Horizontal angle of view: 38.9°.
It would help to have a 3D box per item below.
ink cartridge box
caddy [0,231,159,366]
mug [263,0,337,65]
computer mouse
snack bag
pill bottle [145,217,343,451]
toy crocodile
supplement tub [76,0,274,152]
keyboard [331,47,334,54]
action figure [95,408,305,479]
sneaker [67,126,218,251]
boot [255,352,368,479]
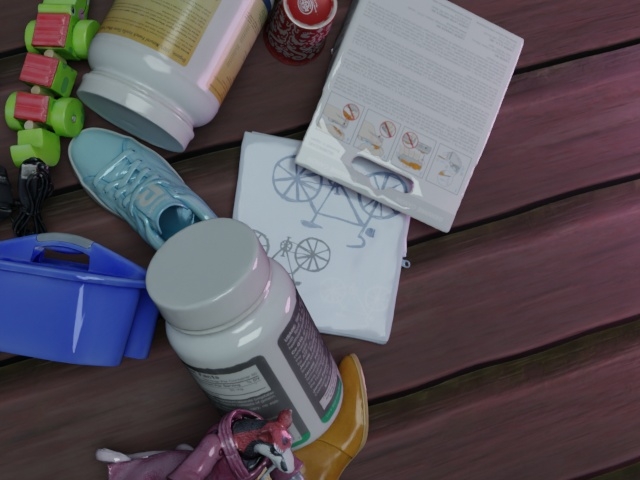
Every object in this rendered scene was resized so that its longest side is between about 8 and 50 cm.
[{"bbox_3d":[0.152,-0.245,1.605,0.308,0.091,0.385,24,83,-11],"label":"ink cartridge box"},{"bbox_3d":[-0.399,0.078,1.385,0.341,0.241,0.179,8,90,10],"label":"caddy"},{"bbox_3d":[-0.046,-0.388,1.544,0.150,0.169,0.113,41,80,-5],"label":"mug"},{"bbox_3d":[-0.563,-0.091,1.429,0.272,0.188,0.072,24,45,0],"label":"computer mouse"},{"bbox_3d":[0.000,0.000,1.584,0.323,0.037,0.343,9,86,-9],"label":"snack bag"},{"bbox_3d":[-0.109,0.149,1.374,0.204,0.204,0.361,-35,133,-12],"label":"pill bottle"},{"bbox_3d":[-0.441,-0.277,1.478,0.115,0.105,0.341,9,82,13],"label":"toy crocodile"},{"bbox_3d":[-0.235,-0.326,1.474,0.228,0.228,0.316,28,80,-7],"label":"supplement tub"},{"bbox_3d":[0.082,-0.229,1.632,0.072,0.014,0.256,-13,87,-11],"label":"keyboard"},{"bbox_3d":[-0.145,0.343,1.361,0.248,0.370,0.276,9,43,-40],"label":"action figure"},{"bbox_3d":[-0.266,-0.069,1.474,0.366,0.150,0.135,39,76,3],"label":"sneaker"},{"bbox_3d":[-0.034,0.335,1.510,0.211,0.104,0.295,2,88,-10],"label":"boot"}]
